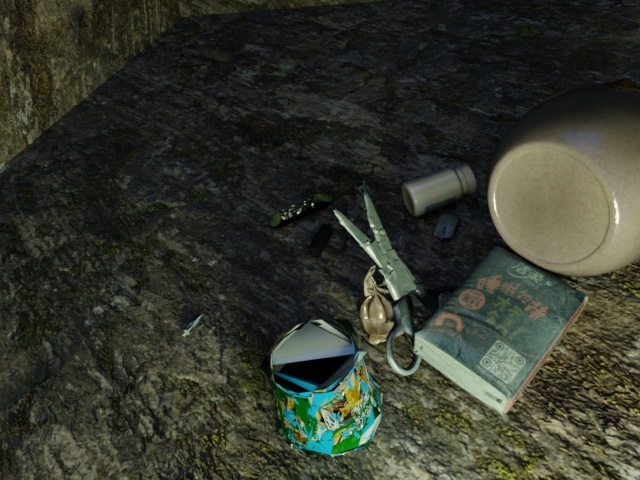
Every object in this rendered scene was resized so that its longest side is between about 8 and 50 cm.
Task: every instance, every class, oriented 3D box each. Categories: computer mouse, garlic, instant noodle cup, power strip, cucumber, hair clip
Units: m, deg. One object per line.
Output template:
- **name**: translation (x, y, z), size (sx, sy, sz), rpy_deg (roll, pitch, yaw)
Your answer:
- **computer mouse**: translation (0.336, -0.043, 1.633), size (0.056, 0.032, 0.110), rpy_deg (8, 44, 27)
- **garlic**: translation (0.137, 0.128, 1.369), size (0.127, 0.194, 0.131), rpy_deg (-10, 30, 9)
- **instant noodle cup**: translation (0.000, 0.285, 1.229), size (0.240, 0.178, 0.240), rpy_deg (-8, 39, 7)
- **power strip**: translation (0.000, 0.000, 1.685), size (0.029, 0.038, 0.111), rpy_deg (6, 42, 26)
- **cucumber**: translation (-0.049, -0.097, 1.802), size (0.220, 0.070, 0.046), rpy_deg (-27, 70, -12)
- **hair clip**: translation (0.121, -0.130, 1.814), size (0.039, 0.030, 0.115), rpy_deg (-25, 33, 19)

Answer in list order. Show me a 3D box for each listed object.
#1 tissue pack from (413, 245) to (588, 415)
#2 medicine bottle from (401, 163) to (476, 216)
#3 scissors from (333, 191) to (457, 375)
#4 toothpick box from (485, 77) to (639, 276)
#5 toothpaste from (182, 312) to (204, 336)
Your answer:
- **tissue pack**: translation (0.374, 0.173, 1.280), size (0.228, 0.103, 0.315), rpy_deg (34, 58, 26)
- **medicine bottle**: translation (0.326, -0.141, 1.699), size (0.186, 0.103, 0.103), rpy_deg (-20, 39, -7)
- **scissors**: translation (0.156, 0.074, 1.313), size (0.256, 0.383, 0.029), rpy_deg (-38, 10, -29)
- **toothpick box**: translation (0.610, -0.151, 1.373), size (0.425, 0.409, 0.409), rpy_deg (-27, 38, -37)
- **toothpaste**: translation (-0.321, 0.211, 1.550), size (0.027, 0.019, 0.083), rpy_deg (-10, 31, 35)
